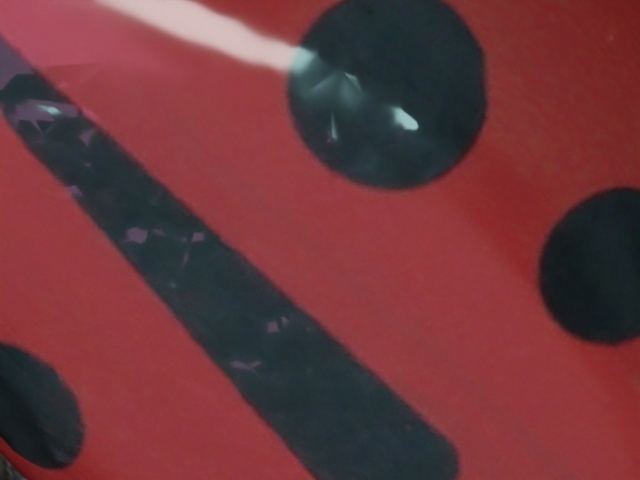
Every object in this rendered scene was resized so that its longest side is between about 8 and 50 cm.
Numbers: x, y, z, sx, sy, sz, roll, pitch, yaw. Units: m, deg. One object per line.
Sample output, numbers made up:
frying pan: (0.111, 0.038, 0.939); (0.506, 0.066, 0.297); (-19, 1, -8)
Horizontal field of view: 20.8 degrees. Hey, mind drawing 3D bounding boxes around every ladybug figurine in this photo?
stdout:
ladybug figurine: (0.000, 0.000, 0.558); (0.449, 0.162, 0.305); (43, 116, -13)
